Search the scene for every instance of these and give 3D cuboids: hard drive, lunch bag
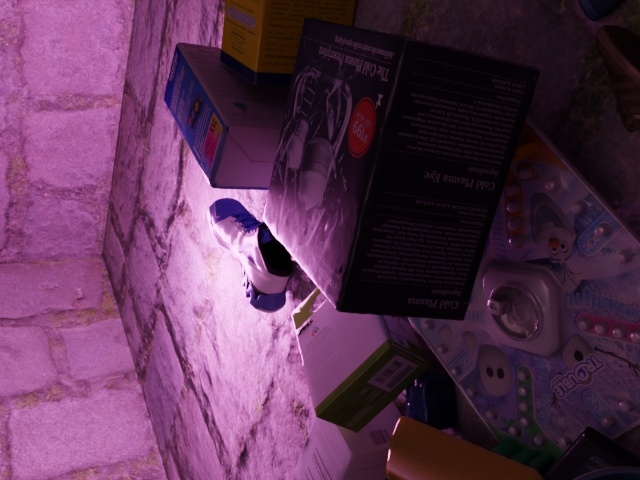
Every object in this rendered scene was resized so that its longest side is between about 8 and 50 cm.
[{"bbox_3d":[0.338,0.296,0.869,0.094,0.022,0.135,32,135,16],"label":"hard drive"},{"bbox_3d":[0.179,0.262,1.165,0.065,0.067,0.098,-13,80,60],"label":"lunch bag"}]

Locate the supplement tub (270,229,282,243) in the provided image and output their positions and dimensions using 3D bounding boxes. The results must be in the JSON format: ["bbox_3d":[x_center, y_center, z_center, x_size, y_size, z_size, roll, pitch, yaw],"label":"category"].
[{"bbox_3d":[0.033,-0.149,1.225,0.207,0.207,0.337,49,135,47],"label":"supplement tub"}]

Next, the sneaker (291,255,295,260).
[{"bbox_3d":[0.000,0.000,1.464,0.185,0.070,0.083,-13,74,55],"label":"sneaker"}]

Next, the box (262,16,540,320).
[{"bbox_3d":[0.076,-0.109,0.929,0.343,0.179,0.312,-134,53,-62],"label":"box"}]

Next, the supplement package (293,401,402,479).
[{"bbox_3d":[0.058,0.411,1.334,0.134,0.139,0.244,57,142,42],"label":"supplement package"}]

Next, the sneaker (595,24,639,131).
[{"bbox_3d":[0.353,-0.160,0.788,0.188,0.066,0.071,67,147,31],"label":"sneaker"}]

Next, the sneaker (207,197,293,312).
[{"bbox_3d":[-0.141,-0.005,1.670,0.315,0.128,0.182,58,138,29],"label":"sneaker"}]

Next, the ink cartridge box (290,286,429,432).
[{"bbox_3d":[0.059,0.171,1.240,0.189,0.097,0.255,-47,33,20],"label":"ink cartridge box"}]

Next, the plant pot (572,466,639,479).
[{"bbox_3d":[0.320,0.424,0.758,0.255,0.272,0.271,96,153,-49],"label":"plant pot"}]

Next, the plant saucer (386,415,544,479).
[{"bbox_3d":[0.215,0.460,1.044,0.333,0.081,0.332,1,107,61],"label":"plant saucer"}]

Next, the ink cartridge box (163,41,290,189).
[{"bbox_3d":[-0.157,-0.277,1.485,0.395,0.270,0.151,59,137,39],"label":"ink cartridge box"}]

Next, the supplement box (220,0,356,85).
[{"bbox_3d":[-0.055,-0.492,1.350,0.195,0.194,0.356,44,130,50],"label":"supplement box"}]

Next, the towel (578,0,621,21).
[{"bbox_3d":[0.346,-0.315,0.817,0.119,0.029,0.067,-42,59,55],"label":"towel"}]

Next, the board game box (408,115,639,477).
[{"bbox_3d":[0.256,0.095,0.932,0.390,0.050,0.390,56,141,23],"label":"board game box"}]
